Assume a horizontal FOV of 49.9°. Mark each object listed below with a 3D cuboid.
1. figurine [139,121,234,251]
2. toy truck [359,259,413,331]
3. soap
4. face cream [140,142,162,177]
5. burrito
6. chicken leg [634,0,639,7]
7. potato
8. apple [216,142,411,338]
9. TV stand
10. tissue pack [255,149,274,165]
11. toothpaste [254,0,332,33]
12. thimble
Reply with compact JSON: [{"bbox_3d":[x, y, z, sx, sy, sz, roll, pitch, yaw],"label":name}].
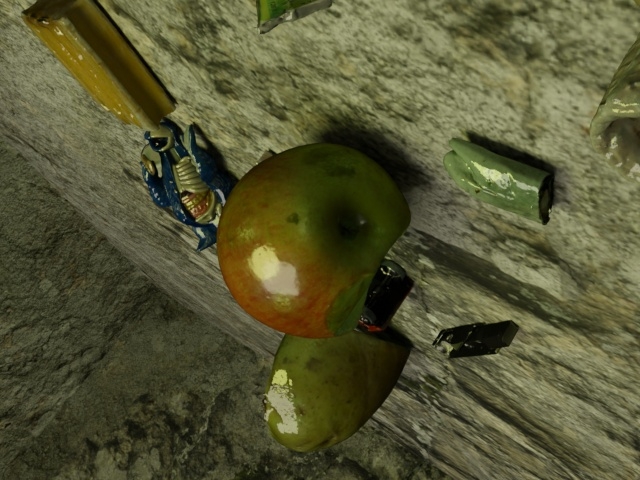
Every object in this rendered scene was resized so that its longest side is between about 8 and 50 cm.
[{"bbox_3d":[-0.234,-0.109,1.264,0.164,0.121,0.262,-6,116,31],"label":"figurine"},{"bbox_3d":[0.020,0.042,1.145,0.253,0.107,0.114,37,163,1],"label":"toy truck"},{"bbox_3d":[-0.347,-0.281,1.091,0.140,0.073,0.232,23,159,42],"label":"soap"},{"bbox_3d":[-0.309,-0.131,1.449,0.092,0.058,0.243,27,167,13],"label":"face cream"},{"bbox_3d":[0.176,-0.060,0.686,0.118,0.044,0.074,25,164,23],"label":"burrito"},{"bbox_3d":[0.253,-0.094,0.291,0.429,0.152,0.201,36,153,-23],"label":"chicken leg"},{"bbox_3d":[0.038,0.322,1.437,0.213,0.280,0.330,17,170,24],"label":"potato"},{"bbox_3d":[0.000,0.000,0.855,0.246,0.246,0.226,42,148,-16],"label":"apple"},{"bbox_3d":[0.251,0.162,1.121,0.042,0.036,0.249,39,163,-3],"label":"TV stand"},{"bbox_3d":[-0.060,-0.097,1.068,0.083,0.035,0.063,34,162,4],"label":"tissue pack"},{"bbox_3d":[-0.038,-0.267,0.542,0.248,0.078,0.047,77,168,-60],"label":"toothpaste"},{"bbox_3d":[0.239,-0.082,0.426,0.115,0.090,0.102,34,166,6],"label":"thimble"}]
